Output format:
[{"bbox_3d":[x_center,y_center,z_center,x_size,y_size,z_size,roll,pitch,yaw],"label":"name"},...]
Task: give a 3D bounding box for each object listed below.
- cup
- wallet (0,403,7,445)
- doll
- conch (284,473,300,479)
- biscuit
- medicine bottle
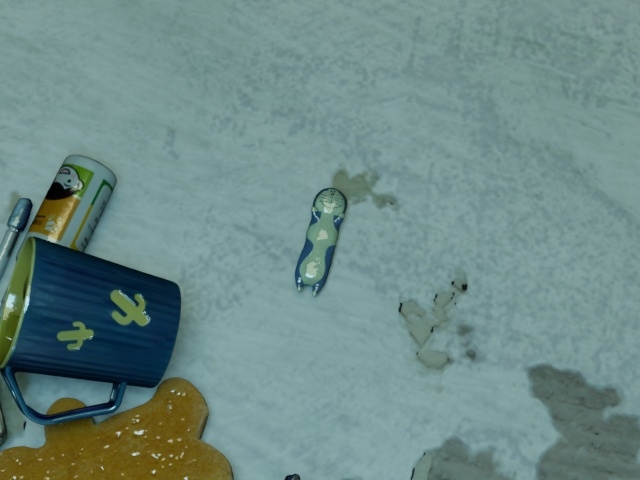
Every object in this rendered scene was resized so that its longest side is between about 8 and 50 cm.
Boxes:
[{"bbox_3d":[-0.229,0.097,1.549,0.155,0.131,0.176,13,88,-18],"label":"cup"},{"bbox_3d":[-0.391,0.177,1.575,0.153,0.038,0.118,-16,60,-4],"label":"wallet"},{"bbox_3d":[0.000,0.000,1.671,0.037,0.027,0.125,15,67,-3],"label":"doll"},{"bbox_3d":[-0.052,0.356,1.431,0.313,0.186,0.240,40,73,15],"label":"conch"},{"bbox_3d":[-0.219,0.227,1.561,0.250,0.036,0.165,-17,58,-9],"label":"biscuit"},{"bbox_3d":[-0.295,0.014,1.644,0.092,0.061,0.220,13,68,25],"label":"medicine bottle"}]
